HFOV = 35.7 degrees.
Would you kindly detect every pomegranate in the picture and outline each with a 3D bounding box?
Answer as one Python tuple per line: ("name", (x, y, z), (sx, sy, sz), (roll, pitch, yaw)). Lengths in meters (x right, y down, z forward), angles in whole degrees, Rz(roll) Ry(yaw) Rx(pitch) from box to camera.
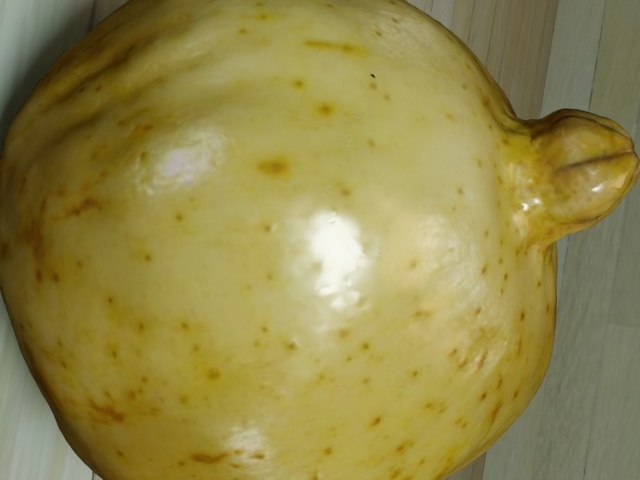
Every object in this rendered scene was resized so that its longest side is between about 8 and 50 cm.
("pomegranate", (0.000, 0.000, 0.643), (0.410, 0.409, 0.410), (8, 90, -68))
